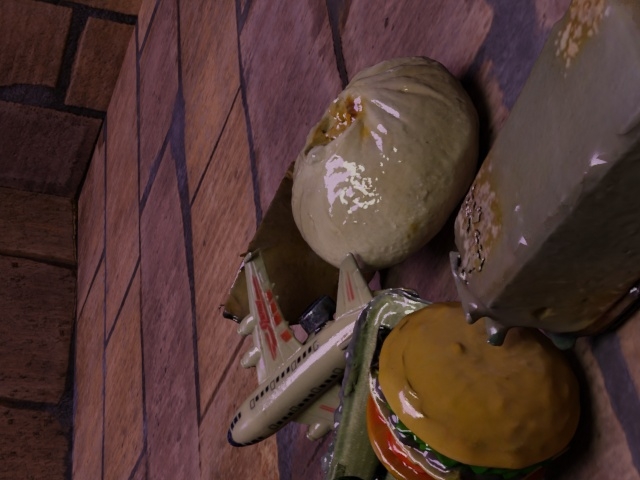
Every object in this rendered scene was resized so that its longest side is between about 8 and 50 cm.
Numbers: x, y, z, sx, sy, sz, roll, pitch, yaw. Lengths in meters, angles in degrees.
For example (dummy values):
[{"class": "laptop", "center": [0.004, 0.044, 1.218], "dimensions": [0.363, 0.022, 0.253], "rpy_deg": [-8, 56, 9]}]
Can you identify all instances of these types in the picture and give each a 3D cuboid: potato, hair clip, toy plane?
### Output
[{"class": "potato", "center": [0.000, 0.000, 1.314], "dimensions": [0.243, 0.138, 0.098], "rpy_deg": [-68, 3, -51]}, {"class": "hair clip", "center": [0.070, 0.196, 1.112], "dimensions": [0.091, 0.138, 0.321], "rpy_deg": [-25, -49, -67]}, {"class": "toy plane", "center": [-0.008, 0.124, 1.207], "dimensions": [0.256, 0.242, 0.104], "rpy_deg": [-44, 0, 44]}]

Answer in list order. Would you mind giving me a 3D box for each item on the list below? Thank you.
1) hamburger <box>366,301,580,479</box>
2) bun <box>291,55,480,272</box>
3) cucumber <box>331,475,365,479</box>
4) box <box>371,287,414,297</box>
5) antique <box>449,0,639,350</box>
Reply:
[{"class": "hamburger", "center": [0.113, 0.124, 0.952], "dimensions": [0.162, 0.162, 0.115], "rpy_deg": [-101, 18, -44]}, {"class": "bun", "center": [0.046, -0.083, 1.190], "dimensions": [0.222, 0.127, 0.222], "rpy_deg": [-25, 50, 34]}, {"class": "cucumber", "center": [0.069, 0.224, 0.961], "dimensions": [0.074, 0.241, 0.075], "rpy_deg": [-15, 65, 34]}, {"class": "box", "center": [0.069, 0.079, 1.303], "dimensions": [0.093, 0.015, 0.058], "rpy_deg": [169, 111, -71]}, {"class": "antique", "center": [0.188, -0.042, 0.852], "dimensions": [0.150, 0.125, 0.284], "rpy_deg": [-99, 26, -42]}]
